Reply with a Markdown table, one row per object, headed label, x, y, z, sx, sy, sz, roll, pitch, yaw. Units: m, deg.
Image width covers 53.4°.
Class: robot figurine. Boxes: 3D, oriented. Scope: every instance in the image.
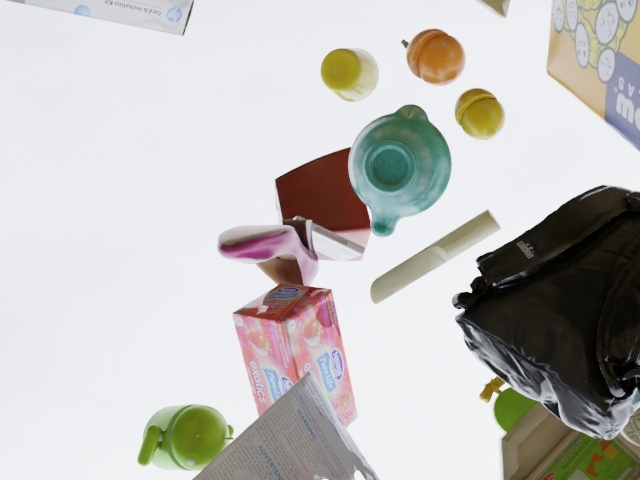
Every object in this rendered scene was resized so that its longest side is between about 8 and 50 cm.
| label | x | y | z | sx | sy | sz | roll | pitch | yaw |
| --- | --- | --- | --- | --- | --- | --- | --- | --- | --- |
| robot figurine | -0.141 | 0.206 | 0.667 | 0.115 | 0.101 | 0.066 | -19 | -116 | 45 |

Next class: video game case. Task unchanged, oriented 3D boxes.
| label | x | y | z | sx | sy | sz | roll | pitch | yaw |
| --- | --- | --- | --- | --- | --- | --- | --- | --- | --- |
| video game case | 0.000 | 0.000 | 1.586 | 0.184 | 0.201 | 0.023 | 25 | -102 | -9 |

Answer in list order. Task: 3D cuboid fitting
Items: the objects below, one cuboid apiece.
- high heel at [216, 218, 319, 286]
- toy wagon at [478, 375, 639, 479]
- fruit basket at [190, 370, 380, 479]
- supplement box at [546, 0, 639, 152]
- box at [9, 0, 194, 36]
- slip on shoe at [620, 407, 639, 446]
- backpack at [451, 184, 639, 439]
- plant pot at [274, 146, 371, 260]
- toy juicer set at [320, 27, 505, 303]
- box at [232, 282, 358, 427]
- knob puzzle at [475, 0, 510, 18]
| label | x | y | z | sx | sy | sz | roll | pitch | yaw |
| --- | --- | --- | --- | --- | --- | --- | --- | --- | --- |
| high heel | -0.092 | 0.055 | 1.286 | 0.127 | 0.181 | 0.377 | 2 | -174 | 25 |
| toy wagon | 0.404 | 0.355 | 1.041 | 0.267 | 0.068 | 0.344 | -43 | -107 | -8 |
| fruit basket | -0.021 | 0.347 | 0.619 | 0.165 | 0.327 | 0.353 | -33 | 180 | 30 |
| supplement box | 0.225 | -0.214 | 0.242 | 0.196 | 0.356 | 0.194 | -11 | -144 | 0 |
| box | -0.218 | -0.233 | 0.524 | 0.186 | 0.038 | 0.145 | -3 | -138 | -38 |
| slip on shoe | 0.482 | 0.117 | 0.861 | 0.123 | 0.101 | 0.331 | 21 | -89 | 15 |
| backpack | 0.211 | 0.044 | 0.488 | 0.182 | 0.115 | 0.152 | -43 | -123 | -17 |
| plant pot | -0.006 | -0.083 | 1.875 | 0.236 | 0.267 | 0.267 | -10 | -111 | -7 |
| toy juicer set | 0.132 | -0.101 | 0.795 | 0.209 | 0.328 | 0.089 | -12 | -177 | 21 |
| box | -0.044 | 0.252 | 1.264 | 0.142 | 0.299 | 0.154 | 3 | -158 | 39 |
| knob puzzle | 0.227 | -0.451 | 0.952 | 0.213 | 0.213 | 0.030 | -45 | -153 | -25 |
